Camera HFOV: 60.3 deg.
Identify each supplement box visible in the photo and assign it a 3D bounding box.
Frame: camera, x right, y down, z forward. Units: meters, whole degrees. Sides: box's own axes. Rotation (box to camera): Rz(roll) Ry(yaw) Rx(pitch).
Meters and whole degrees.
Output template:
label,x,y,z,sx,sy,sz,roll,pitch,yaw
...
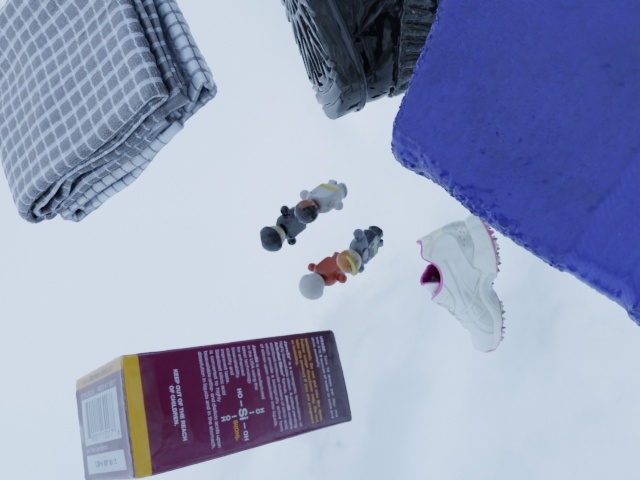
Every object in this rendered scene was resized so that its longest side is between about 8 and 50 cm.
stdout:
label,x,y,z,sx,sy,sz,roll,pitch,yaw
supplement box,-0.081,0.129,0.443,0.104,0.188,0.080,-29,68,46

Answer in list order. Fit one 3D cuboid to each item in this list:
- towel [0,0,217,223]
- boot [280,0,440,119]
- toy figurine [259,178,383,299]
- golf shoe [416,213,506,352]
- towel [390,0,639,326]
label,x,y,z,sx,sy,sz,roll,pitch,yaw
towel,-0.276,-0.182,0.634,0.284,0.121,0.234,-33,74,27
boot,0.080,-0.333,0.647,0.260,0.347,0.131,-22,16,-11
toy figurine,0.000,0.000,1.143,0.148,0.213,0.210,-38,3,-40
golf shoe,0.253,0.088,0.996,0.140,0.306,0.115,-15,32,5
towel,0.197,-0.073,0.303,0.076,0.227,0.308,-14,44,-46
